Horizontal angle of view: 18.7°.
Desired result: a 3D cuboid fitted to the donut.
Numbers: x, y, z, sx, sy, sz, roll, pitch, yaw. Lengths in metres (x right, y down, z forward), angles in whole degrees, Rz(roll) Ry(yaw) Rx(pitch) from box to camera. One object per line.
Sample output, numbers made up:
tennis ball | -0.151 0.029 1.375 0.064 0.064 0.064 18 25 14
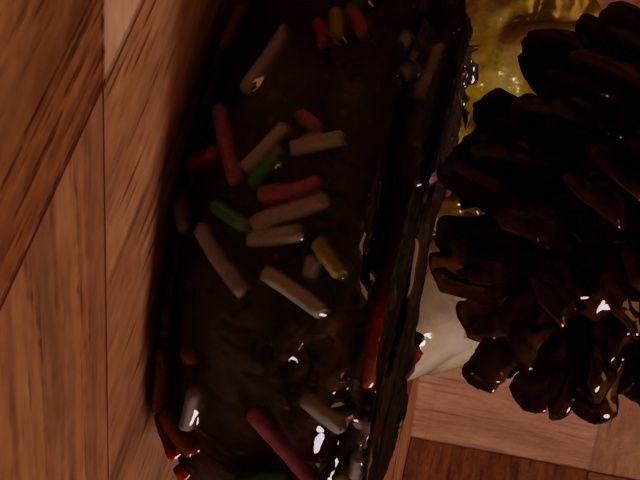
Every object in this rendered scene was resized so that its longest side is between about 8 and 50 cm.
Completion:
donut | 0.000 0.000 0.824 0.270 0.103 0.269 12 90 -83

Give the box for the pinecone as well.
pinecone | 0.116 -0.006 0.747 0.173 0.174 0.173 10 90 -84

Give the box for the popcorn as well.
popcorn | 0.095 -0.110 1.345 0.203 0.226 0.200 -31 103 -32

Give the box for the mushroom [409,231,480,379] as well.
mushroom | 0.072 0.048 1.530 0.154 0.122 0.154 -31 158 -14
